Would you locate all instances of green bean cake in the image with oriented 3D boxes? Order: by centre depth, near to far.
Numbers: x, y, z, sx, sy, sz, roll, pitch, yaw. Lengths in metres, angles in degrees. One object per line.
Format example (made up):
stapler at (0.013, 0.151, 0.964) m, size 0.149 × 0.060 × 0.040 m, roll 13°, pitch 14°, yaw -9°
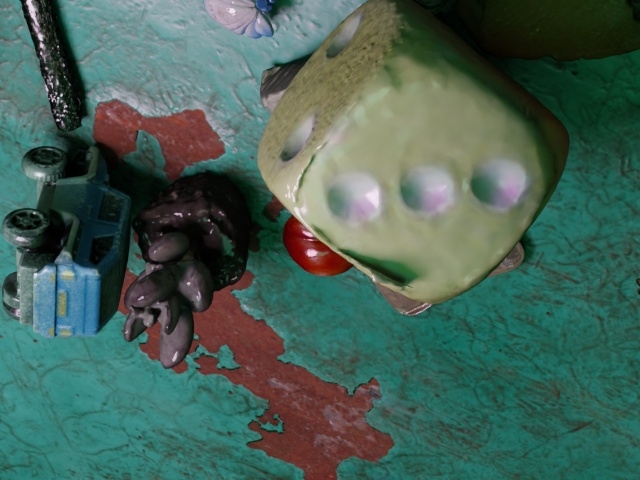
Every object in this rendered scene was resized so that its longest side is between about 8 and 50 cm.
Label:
green bean cake at (0.272, -0.322, 1.599) m, size 0.233 × 0.124 × 0.236 m, roll -5°, pitch 129°, yaw -18°

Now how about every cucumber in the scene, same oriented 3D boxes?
cucumber at (-0.357, -0.260, 1.922) m, size 0.044 × 0.043 × 0.256 m, roll -3°, pitch 122°, yaw 14°

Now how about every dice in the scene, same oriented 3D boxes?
dice at (0.098, -0.101, 1.583) m, size 0.252 × 0.254 × 0.250 m, roll 34°, pitch 102°, yaw -18°

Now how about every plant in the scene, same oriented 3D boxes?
plant at (-0.187, 0.032, 1.929) m, size 0.149 × 0.274 × 0.146 m, roll -18°, pitch 122°, yaw 29°

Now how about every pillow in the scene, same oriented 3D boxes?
pillow at (0.158, 0.020, 1.958) m, size 0.217 × 0.033 × 0.130 m, roll -26°, pitch 114°, yaw 31°

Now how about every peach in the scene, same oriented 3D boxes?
peach at (-0.001, 0.001, 1.960) m, size 0.101 × 0.100 × 0.100 m, roll 9°, pitch 126°, yaw 12°

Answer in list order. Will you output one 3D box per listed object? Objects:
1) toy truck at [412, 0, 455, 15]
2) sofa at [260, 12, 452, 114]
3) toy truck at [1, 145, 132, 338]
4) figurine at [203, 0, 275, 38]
toy truck at (0.057, -0.369, 1.682) m, size 0.259 × 0.128 × 0.135 m, roll 36°, pitch 152°, yaw -10°
sofa at (0.069, -0.176, 1.822) m, size 0.210 × 0.176 × 0.225 m, roll 49°, pitch 152°, yaw -17°
toy truck at (-0.334, 0.000, 1.949) m, size 0.156 × 0.279 × 0.155 m, roll 7°, pitch 126°, yaw -3°
figurine at (-0.104, -0.298, 1.803) m, size 0.114 × 0.079 × 0.114 m, roll 40°, pitch 158°, yaw 20°
